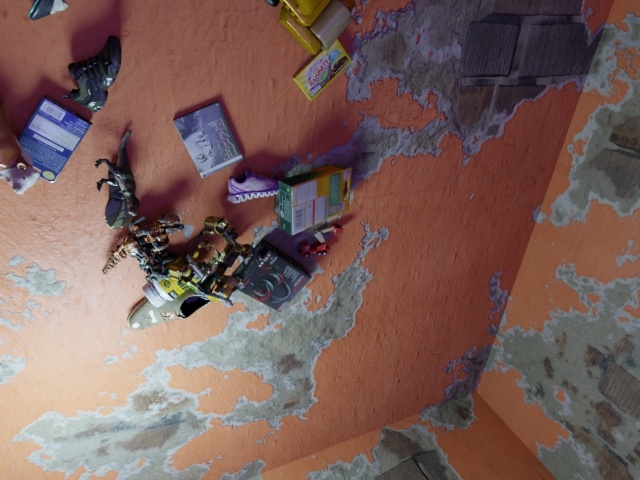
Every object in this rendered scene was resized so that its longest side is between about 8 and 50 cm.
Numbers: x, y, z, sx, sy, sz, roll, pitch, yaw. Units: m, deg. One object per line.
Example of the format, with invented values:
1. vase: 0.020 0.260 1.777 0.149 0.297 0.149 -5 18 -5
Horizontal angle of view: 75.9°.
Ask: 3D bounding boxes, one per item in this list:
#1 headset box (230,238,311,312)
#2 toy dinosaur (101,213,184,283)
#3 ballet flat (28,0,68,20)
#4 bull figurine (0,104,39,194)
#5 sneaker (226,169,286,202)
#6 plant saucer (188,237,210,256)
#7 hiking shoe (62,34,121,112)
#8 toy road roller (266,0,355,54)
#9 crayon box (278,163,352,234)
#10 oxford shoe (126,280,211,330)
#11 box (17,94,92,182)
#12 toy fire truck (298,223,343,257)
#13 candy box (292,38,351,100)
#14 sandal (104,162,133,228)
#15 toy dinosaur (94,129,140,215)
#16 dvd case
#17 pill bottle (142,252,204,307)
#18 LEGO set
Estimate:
1. headset box: -0.198 0.162 1.761 0.218 0.110 0.293 -48 128 5
2. toy dinosaur: -0.622 0.026 1.460 0.321 0.164 0.218 -18 123 21
3. ballet flat: -0.677 -0.645 1.057 0.074 0.074 0.203 25 103 -36
4. bull figurine: -0.910 -0.266 1.117 0.188 0.101 0.310 -18 104 -16
5. sneaker: -0.239 -0.216 1.529 0.236 0.095 0.105 -15 117 -17
6. plant saucer: -0.472 0.025 1.601 0.083 0.013 0.084 -13 124 -19
7. hiking shoe: -0.643 -0.481 1.161 0.114 0.086 0.227 18 110 -38
8. toy road roller: -0.024 -0.731 1.228 0.202 0.240 0.329 -49 128 7
9. crayon box: -0.017 -0.173 1.626 0.323 0.083 0.203 -25 130 -38
10. oxford shoe: -0.590 0.263 1.609 0.348 0.130 0.123 -29 128 -9
11. box: -0.806 -0.297 1.220 0.136 0.036 0.225 32 101 -37
12. toy fire truck: 0.000 0.000 1.806 0.192 0.047 0.135 -5 120 -23
13. candy box: 0.007 -0.606 1.456 0.206 0.027 0.105 -44 125 3
14. sandal: -0.675 -0.148 1.370 0.090 0.060 0.219 -5 106 -31
15. toy dinosaur: -0.646 -0.210 1.302 0.118 0.064 0.268 -10 104 -34
16. dvd case: -0.382 -0.344 1.420 0.164 0.018 0.221 -27 127 -11
17. pill bottle: -0.554 0.150 1.554 0.208 0.119 0.119 -38 129 -11
18. LEGO set: -0.354 0.078 1.484 0.331 0.192 0.255 -56 139 -32
